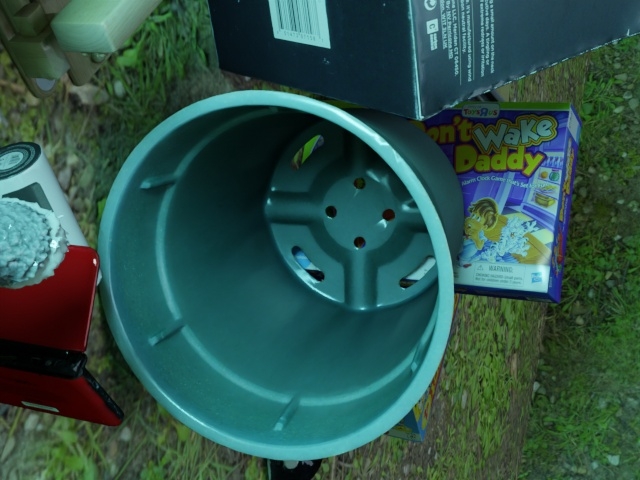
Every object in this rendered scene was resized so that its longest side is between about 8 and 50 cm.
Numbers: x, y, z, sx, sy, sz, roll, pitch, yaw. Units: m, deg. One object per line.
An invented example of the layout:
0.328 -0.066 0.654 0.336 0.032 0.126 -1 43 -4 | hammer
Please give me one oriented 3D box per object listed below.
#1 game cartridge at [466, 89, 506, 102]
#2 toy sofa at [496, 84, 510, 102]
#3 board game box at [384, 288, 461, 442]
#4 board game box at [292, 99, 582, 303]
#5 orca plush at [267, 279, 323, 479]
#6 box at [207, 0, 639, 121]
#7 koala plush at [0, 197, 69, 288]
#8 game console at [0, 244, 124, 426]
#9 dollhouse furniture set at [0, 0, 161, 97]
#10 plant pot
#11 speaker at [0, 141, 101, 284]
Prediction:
0.160 -0.224 1.370 0.068 0.230 0.355 -59 145 1 | game cartridge
0.265 -0.355 1.718 0.150 0.177 0.363 3 92 -40 | toy sofa
0.143 0.118 1.531 0.302 0.086 0.308 70 34 -56 | board game box
0.139 -0.056 1.236 0.078 0.347 0.233 30 67 -62 | board game box
0.012 0.194 1.297 0.151 0.102 0.287 62 41 -49 | orca plush
0.095 -0.276 0.994 0.312 0.343 0.179 -24 119 -31 | box
-0.271 0.008 0.530 0.196 0.221 0.203 -12 105 -63 | koala plush
-0.217 0.069 0.745 0.085 0.144 0.124 -66 149 -32 | game console
-0.175 -0.163 0.785 0.144 0.151 0.123 -61 146 -37 | dollhouse furniture set
0.000 0.000 1.017 0.334 0.341 0.341 -38 128 -68 | plant pot
-0.231 -0.012 0.806 0.055 0.055 0.136 -60 145 -42 | speaker
